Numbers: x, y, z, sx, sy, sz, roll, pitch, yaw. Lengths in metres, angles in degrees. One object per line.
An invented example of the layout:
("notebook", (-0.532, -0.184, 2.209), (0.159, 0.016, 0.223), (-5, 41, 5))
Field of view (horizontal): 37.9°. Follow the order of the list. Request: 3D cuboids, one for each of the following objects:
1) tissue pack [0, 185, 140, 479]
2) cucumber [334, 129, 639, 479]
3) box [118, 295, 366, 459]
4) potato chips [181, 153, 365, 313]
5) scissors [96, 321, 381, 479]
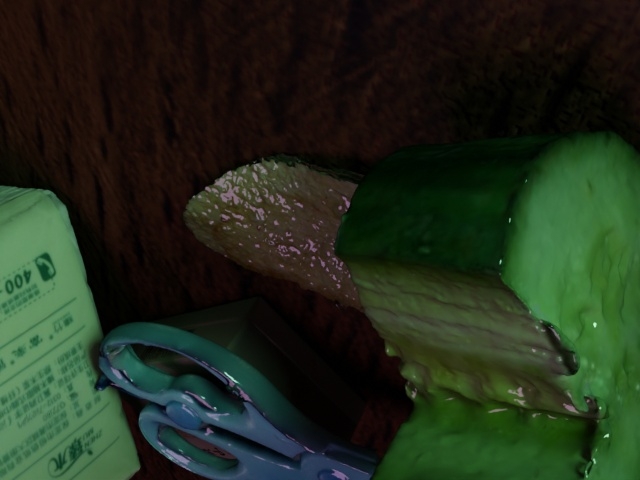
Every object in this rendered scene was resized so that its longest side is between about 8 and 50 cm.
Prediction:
("tissue pack", (-0.344, 0.155, 0.677), (0.207, 0.380, 0.297), (6, 116, 35))
("cucumber", (0.098, 0.038, 0.443), (0.130, 0.191, 0.191), (0, 135, 35))
("box", (-0.079, 0.123, 0.773), (0.201, 0.058, 0.141), (-18, 123, 47))
("potato chips", (0.000, 0.000, 0.590), (0.142, 0.026, 0.209), (46, 141, -16))
("scissors", (0.009, 0.159, 0.674), (0.393, 0.032, 0.180), (17, 142, 17))
